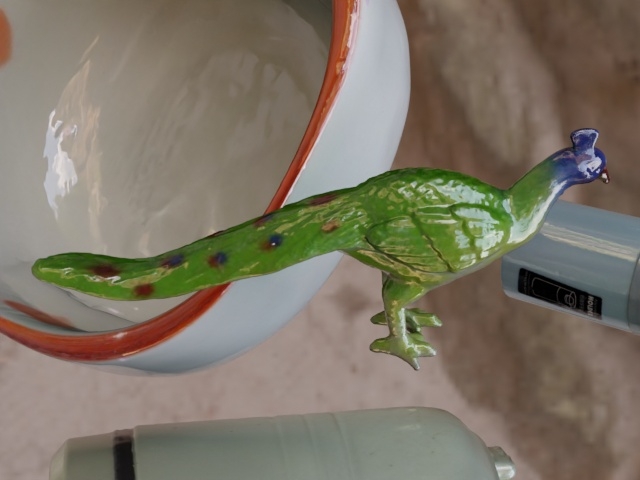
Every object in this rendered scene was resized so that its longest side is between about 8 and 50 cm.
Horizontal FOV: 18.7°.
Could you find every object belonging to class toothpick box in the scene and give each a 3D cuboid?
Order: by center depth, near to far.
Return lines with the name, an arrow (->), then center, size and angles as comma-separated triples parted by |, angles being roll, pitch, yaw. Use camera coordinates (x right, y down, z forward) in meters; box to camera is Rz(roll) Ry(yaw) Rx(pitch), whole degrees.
toothpick box -> 0.129, 0.012, 0.878 | 0.052, 0.083, 0.052 | -38, 135, -50

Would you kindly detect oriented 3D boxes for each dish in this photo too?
dish -> -0.067, -0.054, 0.879 | 0.117, 0.256, 0.256 | 32, 62, -55

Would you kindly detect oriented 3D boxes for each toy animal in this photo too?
toy animal -> 0.006, 0.014, 0.732 | 0.041, 0.217, 0.075 | -91, 166, -60

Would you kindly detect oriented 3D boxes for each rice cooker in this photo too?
rice cooker -> -0.027, 0.187, 0.851 | 0.244, 0.226, 0.226 | -2, 90, -7
